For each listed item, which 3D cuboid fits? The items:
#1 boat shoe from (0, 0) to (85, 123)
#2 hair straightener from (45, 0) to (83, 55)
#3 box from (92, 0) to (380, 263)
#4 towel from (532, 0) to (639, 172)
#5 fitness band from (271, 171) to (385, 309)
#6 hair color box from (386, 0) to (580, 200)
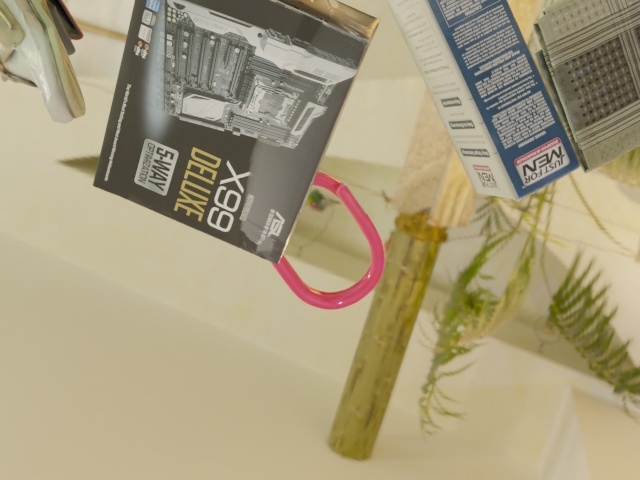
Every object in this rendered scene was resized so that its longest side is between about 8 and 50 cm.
[{"bbox_3d":[-0.413,-0.265,1.217,0.103,0.113,0.302,-22,-126,-12],"label":"boat shoe"},{"bbox_3d":[-0.453,-0.385,1.395,0.047,0.230,0.089,4,-125,13],"label":"hair straightener"},{"bbox_3d":[-0.103,-0.148,0.967,0.242,0.308,0.077,24,-145,-1],"label":"box"},{"bbox_3d":[0.559,-0.329,1.627,0.324,0.312,0.056,-28,-165,-16],"label":"towel"},{"bbox_3d":[0.000,0.000,1.691,0.291,0.209,0.054,56,-177,-20],"label":"fitness band"},{"bbox_3d":[0.215,-0.235,1.204,0.105,0.347,0.174,-27,-170,-5],"label":"hair color box"}]
